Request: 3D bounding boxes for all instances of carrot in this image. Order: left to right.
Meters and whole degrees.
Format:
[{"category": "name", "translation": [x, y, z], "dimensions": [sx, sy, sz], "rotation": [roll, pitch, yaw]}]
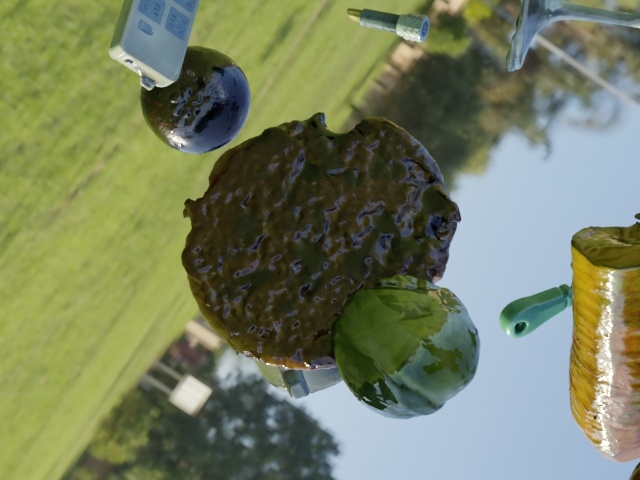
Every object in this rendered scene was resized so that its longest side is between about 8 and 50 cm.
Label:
[{"category": "carrot", "translation": [0.290, 0.094, 1.327], "dimensions": [0.302, 0.114, 0.114], "rotation": [78, 32, -44]}]

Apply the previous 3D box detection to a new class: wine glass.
[{"category": "wine glass", "translation": [0.280, -0.184, 1.181], "dimensions": [0.156, 0.232, 0.156], "rotation": [10, 90, -80]}]

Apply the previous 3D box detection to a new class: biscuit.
[{"category": "biscuit", "translation": [-0.003, -0.003, 1.642], "dimensions": [0.334, 0.289, 0.081], "rotation": [-35, 168, -14]}]

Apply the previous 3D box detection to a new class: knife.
[{"category": "knife", "translation": [0.362, 0.058, 1.926], "dimensions": [0.260, 0.063, 0.035], "rotation": [-28, -138, -9]}]

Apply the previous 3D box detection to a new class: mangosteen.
[{"category": "mangosteen", "translation": [-0.168, -0.191, 1.886], "dimensions": [0.152, 0.152, 0.152], "rotation": [-56, -176, 5]}]

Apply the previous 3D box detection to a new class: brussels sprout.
[{"category": "brussels sprout", "translation": [0.099, 0.121, 1.520], "dimensions": [0.145, 0.183, 0.131], "rotation": [49, -55, 41]}]

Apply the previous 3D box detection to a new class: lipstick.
[{"category": "lipstick", "translation": [0.088, -0.296, 1.888], "dimensions": [0.037, 0.116, 0.037], "rotation": [14, 90, -69]}]

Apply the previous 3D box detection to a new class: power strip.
[{"category": "power strip", "translation": [-0.179, -0.260, 1.547], "dimensions": [0.035, 0.081, 0.192], "rotation": [-19, -131, 43]}]

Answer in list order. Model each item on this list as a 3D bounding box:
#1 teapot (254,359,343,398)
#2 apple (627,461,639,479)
[{"category": "teapot", "translation": [-0.068, 0.122, 2.355], "dimensions": [0.223, 0.285, 0.305], "rotation": [-2, -140, 36]}, {"category": "apple", "translation": [0.343, 0.259, 1.201], "dimensions": [0.162, 0.201, 0.201], "rotation": [-30, 168, -34]}]
